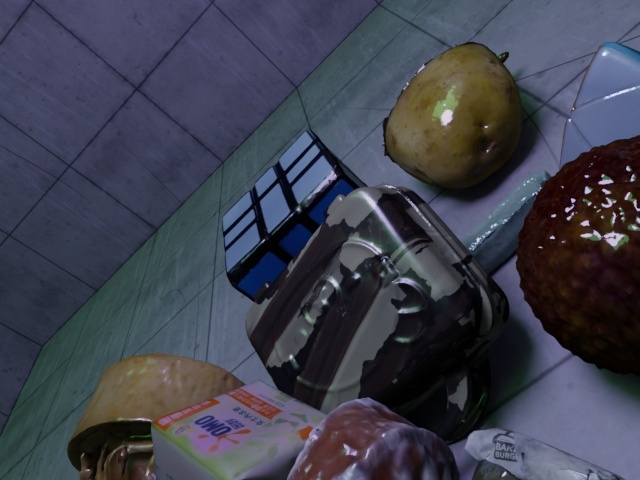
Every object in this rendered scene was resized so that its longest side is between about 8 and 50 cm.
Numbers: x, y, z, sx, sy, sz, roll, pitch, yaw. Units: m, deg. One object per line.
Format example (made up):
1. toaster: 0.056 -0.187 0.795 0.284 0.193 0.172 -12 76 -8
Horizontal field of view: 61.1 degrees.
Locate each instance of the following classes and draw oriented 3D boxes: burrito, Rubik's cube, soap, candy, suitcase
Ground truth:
1. burrito: 0.243 0.250 0.591 0.064 0.064 0.203 -56 26 -14
2. Rubik's cube: 0.000 0.000 1.054 0.283 0.288 0.293 -46 23 8
3. Rubik's cube: 0.421 -0.144 0.660 0.254 0.254 0.255 -37 29 24
4. soap: -0.090 0.291 0.692 0.199 0.182 0.139 10 106 46
5. candy: 0.053 0.329 0.586 0.157 0.214 0.290 2 81 56
6. suitcase: 0.088 0.136 0.779 0.352 0.193 0.339 -50 60 25

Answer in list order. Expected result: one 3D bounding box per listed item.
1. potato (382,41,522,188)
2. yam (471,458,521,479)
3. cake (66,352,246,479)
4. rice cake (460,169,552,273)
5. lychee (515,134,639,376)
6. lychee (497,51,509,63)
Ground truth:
1. potato: 0.264 -0.213 1.019 0.285 0.242 0.243 -37 28 9
2. yam: 0.169 0.347 0.488 0.154 0.154 0.255 -10 41 53
3. cake: -0.271 0.402 0.904 0.332 0.332 0.321 -33 32 30
4. rice cake: 0.249 0.024 0.873 0.336 0.066 0.063 -43 31 13
5. lychee: 0.332 0.013 0.569 0.260 0.260 0.261 -37 29 24
6. lychee: 0.346 -0.340 1.157 0.146 0.114 0.114 -49 22 34
